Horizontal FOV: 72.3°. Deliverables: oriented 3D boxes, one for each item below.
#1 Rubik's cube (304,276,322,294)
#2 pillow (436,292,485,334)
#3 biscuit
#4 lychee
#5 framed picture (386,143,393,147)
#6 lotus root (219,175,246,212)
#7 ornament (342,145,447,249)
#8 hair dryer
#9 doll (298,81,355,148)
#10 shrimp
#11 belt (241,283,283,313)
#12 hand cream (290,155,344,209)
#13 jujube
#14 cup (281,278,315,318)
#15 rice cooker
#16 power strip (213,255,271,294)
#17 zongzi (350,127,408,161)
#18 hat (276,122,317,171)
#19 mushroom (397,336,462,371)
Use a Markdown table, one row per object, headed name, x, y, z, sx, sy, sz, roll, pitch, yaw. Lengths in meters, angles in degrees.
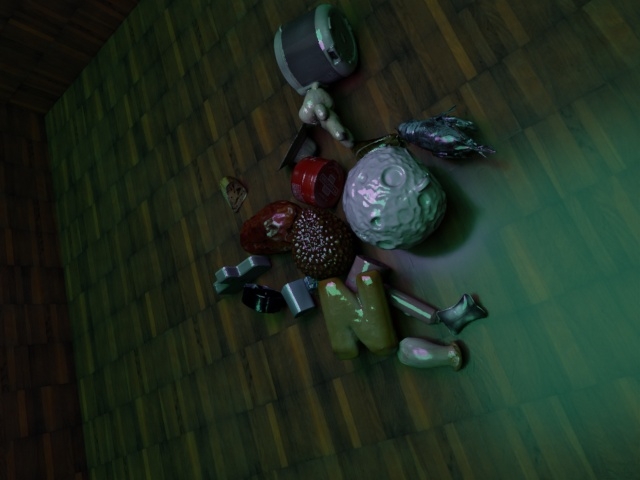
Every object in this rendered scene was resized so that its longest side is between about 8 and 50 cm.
| name | x | y | z | sx | sy | sz | roll | pitch | yaw |
| --- | --- | --- | --- | --- | --- | --- | --- | --- | --- |
| Rubik's cube | -0.010 | 0.157 | 1.686 | 0.111 | 0.093 | 0.111 | -4 | 83 | 32 |
| pillow | 0.442 | 0.234 | 1.383 | 0.135 | 0.091 | 0.055 | -41 | 20 | 26 |
| biscuit | 0.123 | 0.254 | 1.469 | 0.236 | 0.062 | 0.291 | -11 | 92 | 22 |
| lychee | 0.000 | 0.000 | 1.588 | 0.271 | 0.271 | 0.272 | -5 | 81 | 34 |
| framed picture | 0.219 | -0.277 | 1.574 | 0.149 | 0.109 | 0.011 | -40 | 61 | 24 |
| lotus root | -0.402 | -0.231 | 2.016 | 0.135 | 0.095 | 0.160 | 50 | 151 | 34 |
| ornament | 0.227 | -0.127 | 1.412 | 0.336 | 0.337 | 0.338 | -5 | 81 | 34 |
| hair dryer | 0.237 | 0.213 | 1.503 | 0.352 | 0.125 | 0.211 | 27 | 100 | 27 |
| doll | 0.019 | -0.448 | 1.646 | 0.149 | 0.175 | 0.278 | -28 | 60 | -11 |
| shrimp | 0.414 | -0.356 | 1.427 | 0.371 | 0.137 | 0.172 | 21 | 112 | 36 |
| belt | -0.239 | 0.234 | 1.801 | 0.198 | 0.151 | 0.078 | 19 | 99 | 44 |
| hand cream | -0.011 | -0.223 | 1.678 | 0.125 | 0.193 | 0.193 | 19 | 94 | 34 |
| jujube | -0.201 | -0.040 | 1.786 | 0.342 | 0.216 | 0.217 | -17 | 74 | 46 |
| cup | -0.092 | 0.233 | 1.733 | 0.130 | 0.095 | 0.128 | 64 | 154 | 21 |
| rice cooker | -0.019 | -0.729 | 1.702 | 0.276 | 0.288 | 0.289 | -14 | 76 | 33 |
| power strip | -0.356 | 0.147 | 1.864 | 0.264 | 0.193 | 0.059 | -35 | 68 | 25 |
| zongzi | 0.200 | -0.364 | 1.625 | 0.187 | 0.084 | 0.184 | -38 | 54 | 17 |
| hat | -0.072 | -0.364 | 1.779 | 0.109 | 0.252 | 0.252 | 29 | 104 | -9 |
| mushroom | 0.351 | 0.366 | 1.415 | 0.212 | 0.088 | 0.097 | -6 | 52 | 29 |
